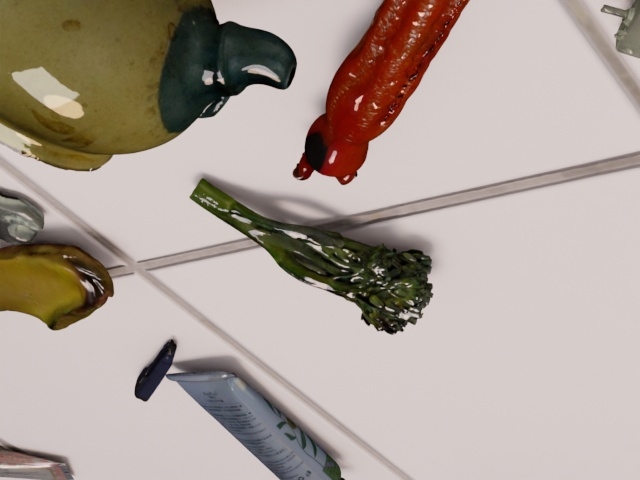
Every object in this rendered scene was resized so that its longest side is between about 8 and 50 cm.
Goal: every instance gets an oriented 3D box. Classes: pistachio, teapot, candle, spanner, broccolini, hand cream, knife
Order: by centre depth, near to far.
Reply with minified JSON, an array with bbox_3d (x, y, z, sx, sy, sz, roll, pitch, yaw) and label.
[{"bbox_3d":[-0.132,-0.152,0.697,0.269,0.173,0.182,39,111,6],"label":"teapot"},{"bbox_3d":[0.047,-0.119,0.748,0.048,0.051,0.329,28,147,-3],"label":"candle"},{"bbox_3d":[-0.010,0.017,0.981,0.203,0.068,0.091,18,168,-4],"label":"broccolini"},{"bbox_3d":[-0.349,-0.081,1.017,0.302,0.017,0.071,33,145,-26],"label":"spanner"},{"bbox_3d":[-0.245,0.036,1.128,0.173,0.049,0.089,-3,126,33],"label":"pistachio"},{"bbox_3d":[-0.161,0.128,1.260,0.018,0.031,0.121,23,143,-13],"label":"knife"},{"bbox_3d":[-0.053,0.204,1.312,0.088,0.055,0.256,-3,143,41],"label":"hand cream"},{"bbox_3d":[-0.417,0.277,1.603,0.210,0.043,0.067,7,151,3],"label":"hand cream"}]

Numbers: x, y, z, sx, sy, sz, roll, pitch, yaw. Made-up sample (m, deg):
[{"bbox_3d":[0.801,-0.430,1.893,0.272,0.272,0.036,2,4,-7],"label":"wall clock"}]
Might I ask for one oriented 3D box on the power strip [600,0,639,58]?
[{"bbox_3d":[0.222,-0.111,0.716,0.136,0.019,0.051,17,151,-3],"label":"power strip"}]
